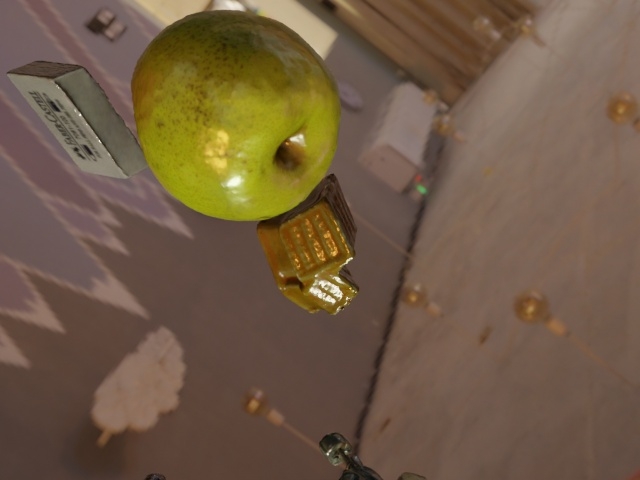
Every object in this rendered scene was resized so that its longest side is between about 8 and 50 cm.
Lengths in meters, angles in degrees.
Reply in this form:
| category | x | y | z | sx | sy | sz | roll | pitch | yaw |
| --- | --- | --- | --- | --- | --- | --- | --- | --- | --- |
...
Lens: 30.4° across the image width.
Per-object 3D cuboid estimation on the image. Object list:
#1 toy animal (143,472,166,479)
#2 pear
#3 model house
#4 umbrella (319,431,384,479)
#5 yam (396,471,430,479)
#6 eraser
| category | x | y | z | sx | sy | sz | roll | pitch | yaw |
| --- | --- | --- | --- | --- | --- | --- | --- | --- | --- |
| toy animal | -0.275 | 0.686 | 2.375 | 0.194 | 0.344 | 0.303 | -48 | -159 | 26 |
| pear | -0.160 | -0.231 | 2.064 | 0.391 | 0.391 | 0.391 | -51 | -171 | 12 |
| model house | 0.008 | 0.007 | 2.269 | 0.173 | 0.268 | 0.239 | -30 | -167 | -25 |
| umbrella | 0.087 | 0.401 | 1.676 | 0.094 | 0.143 | 0.349 | -31 | -137 | -11 |
| yam | 0.159 | 0.539 | 2.198 | 0.107 | 0.107 | 0.194 | -113 | -135 | -79 |
| eraser | -0.431 | -0.215 | 2.139 | 0.352 | 0.111 | 0.077 | 61 | 43 | -55 |
